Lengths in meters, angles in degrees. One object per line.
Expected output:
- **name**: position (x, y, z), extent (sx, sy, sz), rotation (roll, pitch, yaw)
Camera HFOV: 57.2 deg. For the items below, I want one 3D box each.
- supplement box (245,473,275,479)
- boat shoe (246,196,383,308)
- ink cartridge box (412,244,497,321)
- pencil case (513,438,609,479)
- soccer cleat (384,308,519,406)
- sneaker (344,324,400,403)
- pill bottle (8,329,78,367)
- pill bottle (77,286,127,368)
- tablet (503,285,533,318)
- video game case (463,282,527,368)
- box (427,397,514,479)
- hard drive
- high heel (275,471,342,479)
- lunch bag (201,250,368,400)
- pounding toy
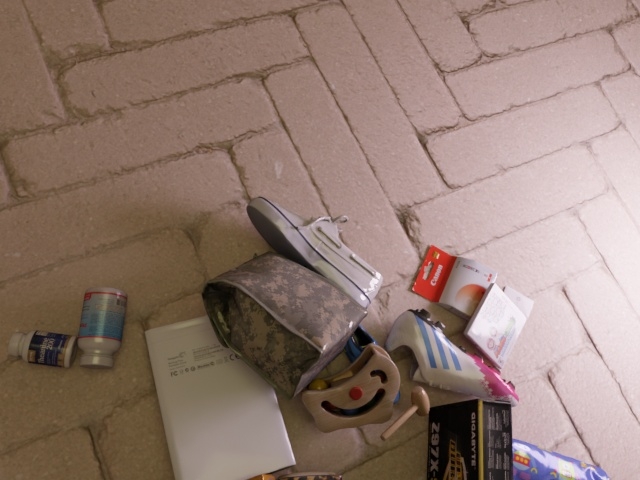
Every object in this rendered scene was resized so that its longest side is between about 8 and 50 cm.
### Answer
- **supplement box**: position (-0.195, 0.524, 1.120), extent (0.233, 0.080, 0.078), rotation (-23, 61, 1)
- **boat shoe**: position (0.004, -0.002, 1.378), extent (0.367, 0.136, 0.156), rotation (40, 67, 1)
- **ink cartridge box**: position (0.338, 0.102, 1.464), extent (0.179, 0.045, 0.145), rotation (30, 66, -4)
- **pencil case**: position (0.479, 0.521, 1.297), extent (0.306, 0.119, 0.133), rotation (19, 38, -5)
- **soccer cleat**: position (0.295, 0.300, 1.357), extent (0.331, 0.116, 0.143), rotation (39, 83, 6)
- **sneaker**: position (0.115, 0.278, 1.329), extent (0.069, 0.082, 0.209), rotation (-29, 80, -23)
- **pill bottle**: position (-0.567, 0.220, 1.201), extent (0.120, 0.067, 0.067), rotation (10, 68, -9)
- **pill bottle**: position (-0.458, 0.184, 1.229), extent (0.087, 0.087, 0.160), rotation (5, 68, -11)
- **tablet**: position (0.503, 0.157, 1.501), extent (0.083, 0.006, 0.054), rotation (30, 66, -1)
- **video game case**: position (0.429, 0.208, 1.432), extent (0.143, 0.019, 0.157), rotation (44, 65, -18)
- **box**: position (0.297, 0.497, 1.192), extent (0.079, 0.257, 0.322), rotation (9, 69, -8)
- **hard drive**: position (-0.214, 0.328, 1.225), extent (0.233, 0.047, 0.353), rotation (-12, 64, -17)
- **high heel**: position (-0.072, 0.567, 1.164), extent (0.261, 0.093, 0.186), rotation (-12, 66, 0)
- **lunch bag**: position (-0.087, 0.153, 1.235), extent (0.287, 0.169, 0.235), rotation (38, 28, 13)
- **pounding toy**: position (0.094, 0.317, 1.230), extent (0.269, 0.155, 0.154), rotation (-8, 99, -5)
